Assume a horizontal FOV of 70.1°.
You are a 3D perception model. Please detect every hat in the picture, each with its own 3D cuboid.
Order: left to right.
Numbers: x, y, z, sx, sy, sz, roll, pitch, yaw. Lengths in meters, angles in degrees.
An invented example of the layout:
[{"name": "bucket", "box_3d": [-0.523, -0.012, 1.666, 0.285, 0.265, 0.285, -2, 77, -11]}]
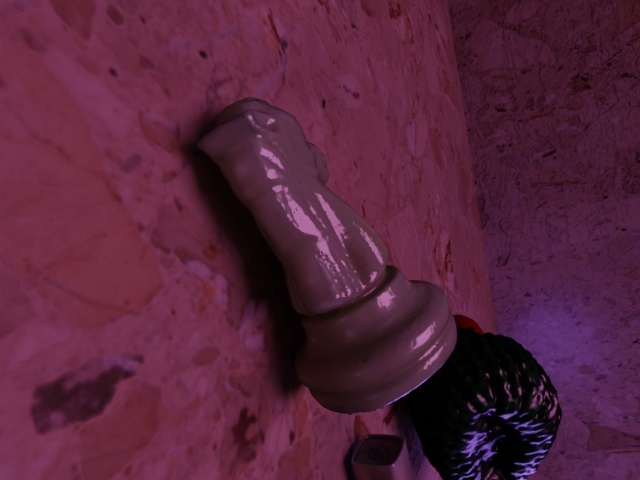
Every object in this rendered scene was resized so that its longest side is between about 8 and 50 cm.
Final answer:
[{"name": "hat", "box_3d": [0.260, 0.252, 0.842, 0.332, 0.242, 0.274, -97, -170, -63]}]

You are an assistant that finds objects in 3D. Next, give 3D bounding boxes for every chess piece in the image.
[{"name": "chess piece", "box_3d": [0.000, 0.000, 0.448, 0.298, 0.175, 0.176, 62, 30, -11]}]

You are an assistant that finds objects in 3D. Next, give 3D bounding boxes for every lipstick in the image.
[{"name": "lipstick", "box_3d": [0.098, 0.378, 0.581, 0.077, 0.078, 0.253, -30, 108, -61]}]
